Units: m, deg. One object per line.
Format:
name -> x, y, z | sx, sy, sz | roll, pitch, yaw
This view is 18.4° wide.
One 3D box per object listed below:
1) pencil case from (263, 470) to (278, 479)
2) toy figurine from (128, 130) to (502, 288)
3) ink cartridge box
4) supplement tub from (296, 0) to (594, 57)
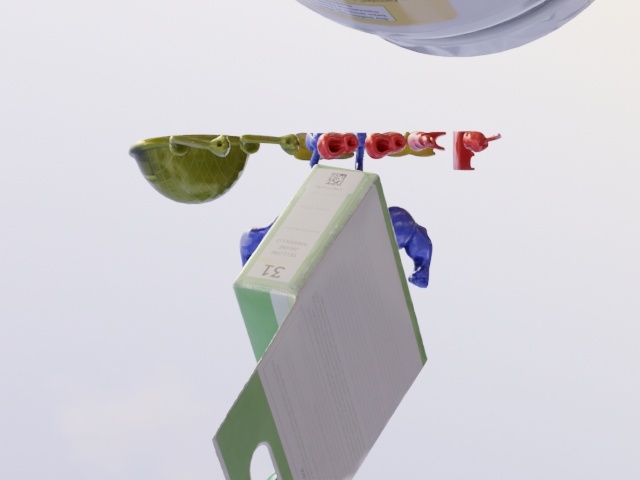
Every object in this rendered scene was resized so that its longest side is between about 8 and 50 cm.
pencil case -> -0.037, 0.223, 1.453 | 0.070, 0.064, 0.151 | 4, -163, 16
toy figurine -> 0.000, 0.000, 1.965 | 0.362, 0.217, 0.191 | -2, -176, -18
ink cartridge box -> -0.014, 0.091, 1.232 | 0.056, 0.235, 0.171 | 10, 136, 28
supplement tub -> 0.030, -0.241, 0.958 | 0.241, 0.241, 0.331 | 46, -176, 26
